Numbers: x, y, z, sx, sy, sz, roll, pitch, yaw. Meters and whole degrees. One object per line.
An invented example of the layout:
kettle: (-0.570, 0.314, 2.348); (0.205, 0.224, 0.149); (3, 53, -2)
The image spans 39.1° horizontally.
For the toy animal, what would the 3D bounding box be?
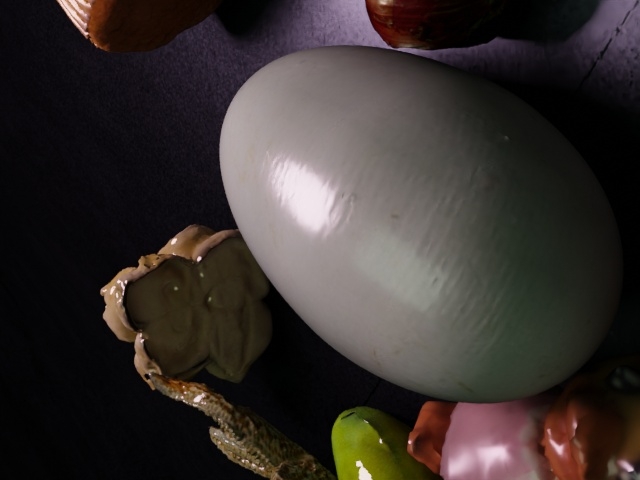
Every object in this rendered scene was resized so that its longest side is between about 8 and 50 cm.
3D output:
toy animal: (0.201, 0.170, 0.671); (0.281, 0.169, 0.195); (-39, 43, 51)

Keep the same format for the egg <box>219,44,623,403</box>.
egg: (0.060, -0.027, 0.691); (0.371, 0.230, 0.230); (41, 133, 38)

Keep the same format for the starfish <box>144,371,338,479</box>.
starfish: (-0.022, 0.269, 0.956); (0.347, 0.078, 0.358); (31, 165, 42)

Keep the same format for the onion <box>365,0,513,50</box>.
onion: (0.086, -0.196, 0.672); (0.119, 0.117, 0.118); (15, 120, 26)

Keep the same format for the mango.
mango: (0.082, 0.252, 0.875); (0.111, 0.125, 0.233); (-39, 43, 11)

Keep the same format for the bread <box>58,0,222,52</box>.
bread: (-0.164, -0.271, 0.876); (0.104, 0.199, 0.199); (54, 139, 15)

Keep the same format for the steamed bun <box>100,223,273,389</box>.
steamed bun: (-0.148, 0.083, 1.035); (0.106, 0.177, 0.192); (11, 127, 56)
